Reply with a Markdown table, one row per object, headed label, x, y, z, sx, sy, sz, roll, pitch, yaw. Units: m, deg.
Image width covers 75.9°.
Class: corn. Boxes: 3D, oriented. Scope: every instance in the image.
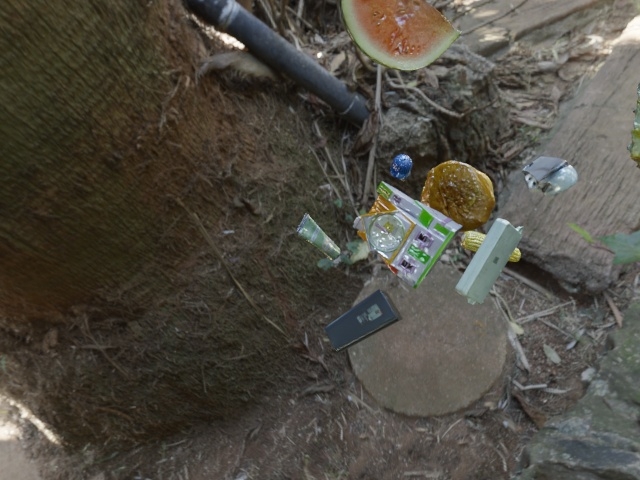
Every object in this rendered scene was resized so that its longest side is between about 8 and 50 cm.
| label | x | y | z | sx | sy | sz | roll | pitch | yaw |
| --- | --- | --- | --- | --- | --- | --- | --- | --- | --- |
| corn | 0.580 | 0.021 | 1.399 | 0.202 | 0.072 | 0.072 | 18 | 59 | 4 |

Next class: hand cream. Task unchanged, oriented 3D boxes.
| label | x | y | z | sx | sy | sz | roll | pitch | yaw |
| --- | --- | --- | --- | --- | --- | --- | --- | --- | --- |
| hand cream | 0.000 | 0.000 | 1.579 | 0.055 | 0.235 | 0.087 | -5 | 51 | 44 |

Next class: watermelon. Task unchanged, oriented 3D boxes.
| label | x | y | z | sx | sy | sz | roll | pitch | yaw |
| --- | --- | --- | --- | --- | --- | --- | --- | --- | --- |
| watermelon | 0.152 | -0.487 | 0.956 | 0.160 | 0.303 | 0.128 | -63 | 19 | 12 |

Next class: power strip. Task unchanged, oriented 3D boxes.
| label | x | y | z | sx | sy | sz | roll | pitch | yaw |
| --- | --- | --- | --- | --- | --- | --- | --- | --- | --- |
| power strip | 0.490 | 0.061 | 1.192 | 0.046 | 0.117 | 0.271 | 35 | 97 | 50 |

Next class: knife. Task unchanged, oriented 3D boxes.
| label | x | y | z | sx | sy | sz | roll | pitch | yaw |
| --- | --- | --- | --- | --- | --- | --- | --- | --- | --- |
| knife | 0.421 | -0.126 | 0.775 | 0.073 | 0.265 | 0.041 | -34 | 91 | 26 |

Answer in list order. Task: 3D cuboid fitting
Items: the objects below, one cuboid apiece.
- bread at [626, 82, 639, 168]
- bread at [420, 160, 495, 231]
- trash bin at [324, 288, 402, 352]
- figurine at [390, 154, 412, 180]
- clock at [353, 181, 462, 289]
| label | x | y | z | sx | sy | sz | roll | pitch | yaw |
| --- | --- | --- | --- | --- | --- | --- | --- | --- | --- |
| bread | 1.022 | -0.373 | 1.091 | 0.263 | 0.239 | 0.396 | 12 | 89 | 57 |
| bread | 0.493 | -0.156 | 1.481 | 0.268 | 0.269 | 0.145 | 22 | 26 | 24 |
| trash bin | 0.142 | 0.269 | 1.366 | 0.225 | 0.165 | 0.115 | -33 | 74 | 10 |
| figurine | 0.315 | -0.271 | 1.565 | 0.087 | 0.149 | 0.086 | -25 | 75 | 18 |
| clock | 0.258 | -0.026 | 1.345 | 0.309 | 0.166 | 0.235 | 36 | 113 | 19 |
